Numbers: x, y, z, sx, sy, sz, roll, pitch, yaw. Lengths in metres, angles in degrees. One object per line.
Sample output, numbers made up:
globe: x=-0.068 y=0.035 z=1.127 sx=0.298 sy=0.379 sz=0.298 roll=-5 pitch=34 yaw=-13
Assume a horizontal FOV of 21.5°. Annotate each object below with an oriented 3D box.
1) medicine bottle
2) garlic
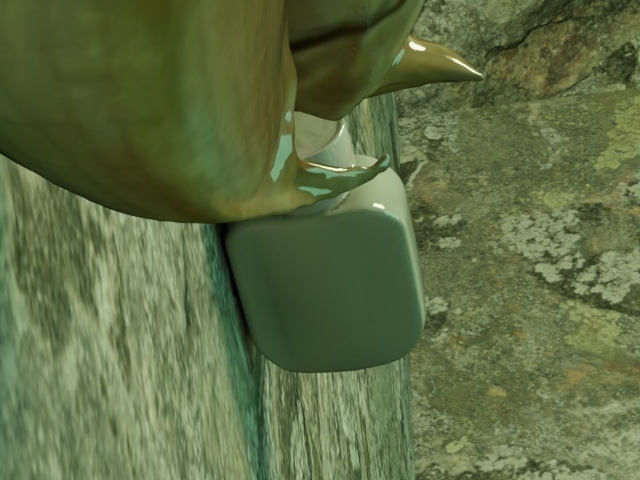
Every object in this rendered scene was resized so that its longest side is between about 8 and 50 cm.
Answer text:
medicine bottle: x=0.000 y=0.000 z=1.080 sx=0.069 sy=0.119 sz=0.183 roll=-86 pitch=166 yaw=-47
garlic: x=-0.037 y=-0.150 z=0.484 sx=0.313 sy=0.249 sz=0.286 roll=104 pitch=-27 yaw=-43
